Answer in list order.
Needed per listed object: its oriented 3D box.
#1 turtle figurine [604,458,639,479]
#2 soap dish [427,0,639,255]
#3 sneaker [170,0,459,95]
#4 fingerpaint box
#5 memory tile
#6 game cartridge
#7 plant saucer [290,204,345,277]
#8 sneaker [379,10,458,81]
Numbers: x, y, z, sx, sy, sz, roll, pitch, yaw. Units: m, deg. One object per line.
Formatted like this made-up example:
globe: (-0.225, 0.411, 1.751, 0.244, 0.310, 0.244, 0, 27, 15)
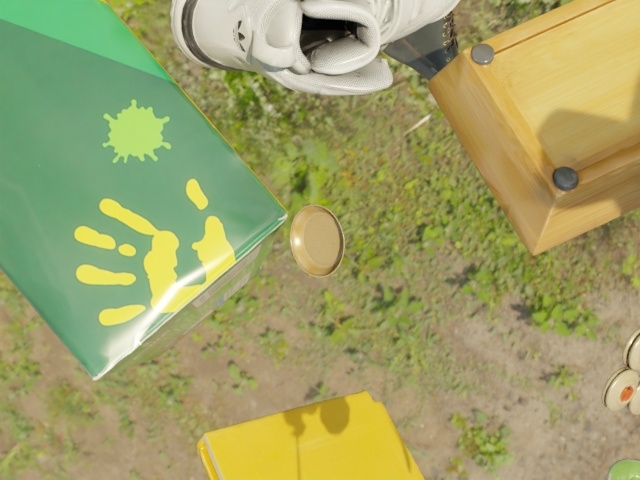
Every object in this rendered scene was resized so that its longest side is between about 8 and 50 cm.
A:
turtle figurine: (0.190, 0.299, 0.570, 0.198, 0.275, 0.266, 1, 133, -2)
soap dish: (0.292, -0.146, 0.853, 0.118, 0.291, 0.229, 78, 166, -69)
sneaker: (0.047, -0.238, 0.858, 0.210, 0.366, 0.137, 35, 136, 51)
fingerpaint box: (-0.219, -0.078, 0.697, 0.371, 0.163, 0.445, 50, 171, 0)
memory tile: (0.293, 0.097, 0.680, 0.012, 0.148, 0.113, 34, 103, 49)
game cartridge: (0.013, 0.379, 1.220, 0.285, 0.324, 0.053, 61, 138, 28)
plant saucer: (0.000, 0.000, 0.937, 0.083, 0.015, 0.083, 8, 102, 42)
sneaker: (0.191, -0.348, 1.271, 0.118, 0.083, 0.222, 33, 141, -10)
